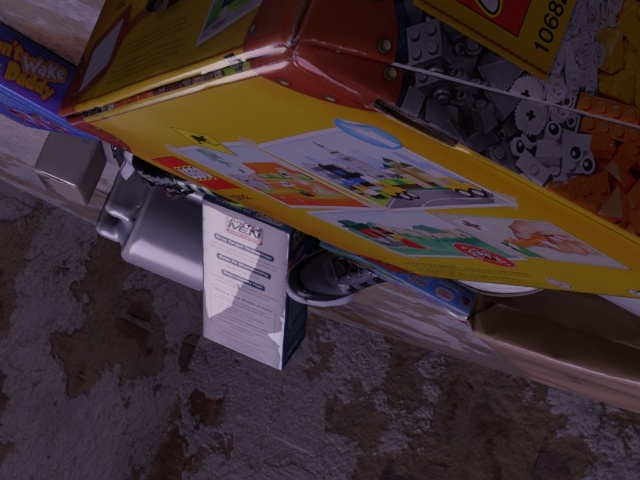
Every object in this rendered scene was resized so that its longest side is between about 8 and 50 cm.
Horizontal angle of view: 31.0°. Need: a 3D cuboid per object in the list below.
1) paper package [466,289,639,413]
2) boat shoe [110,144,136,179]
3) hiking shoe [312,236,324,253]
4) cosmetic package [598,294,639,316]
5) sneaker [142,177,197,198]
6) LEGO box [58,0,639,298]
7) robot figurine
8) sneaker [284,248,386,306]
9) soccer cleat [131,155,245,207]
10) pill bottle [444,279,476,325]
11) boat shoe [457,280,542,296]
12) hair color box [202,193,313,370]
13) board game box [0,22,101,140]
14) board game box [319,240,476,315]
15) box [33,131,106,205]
[{"bbox_3d":[0.420,0.137,1.685,0.309,0.168,0.325,17,170,30],"label":"paper package"},{"bbox_3d":[-0.323,-0.160,1.951,0.076,0.080,0.228,51,172,-2],"label":"boat shoe"},{"bbox_3d":[0.000,0.000,2.116,0.114,0.086,0.227,11,167,43],"label":"hiking shoe"},{"bbox_3d":[0.370,0.010,1.033,0.365,0.155,0.197,27,169,-31],"label":"cosmetic package"},{"bbox_3d":[-0.239,-0.106,2.062,0.178,0.077,0.072,17,172,23],"label":"sneaker"},{"bbox_3d":[0.061,-0.115,0.859,0.372,0.193,0.500,25,171,-24],"label":"LEGO box"},{"bbox_3d":[-0.247,-0.015,2.237,0.353,0.200,0.300,24,143,-12],"label":"robot figurine"},{"bbox_3d":[0.074,0.030,1.883,0.268,0.101,0.153,-11,162,-8],"label":"sneaker"},{"bbox_3d":[-0.160,-0.091,1.530,0.179,0.060,0.072,17,164,-11],"label":"soccer cleat"},{"bbox_3d":[0.300,0.103,1.906,0.124,0.124,0.221,14,170,42],"label":"pill bottle"},{"bbox_3d":[0.179,-0.002,1.574,0.302,0.113,0.103,16,176,34],"label":"boat shoe"},{"bbox_3d":[-0.112,0.055,2.044,0.174,0.105,0.347,21,136,17],"label":"hair color box"},{"bbox_3d":[-0.497,-0.262,1.693,0.233,0.078,0.347,13,168,44],"label":"board game box"},{"bbox_3d":[0.119,0.045,1.717,0.211,0.039,0.160,27,176,-20],"label":"board game box"},{"bbox_3d":[-0.497,-0.149,2.313,0.094,0.113,0.275,23,170,-4],"label":"box"}]
